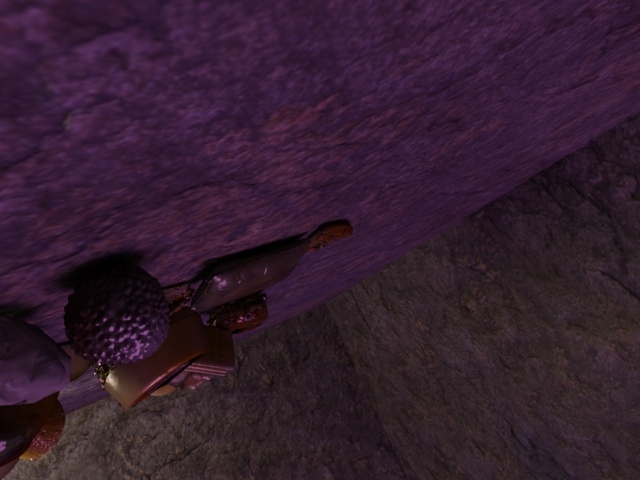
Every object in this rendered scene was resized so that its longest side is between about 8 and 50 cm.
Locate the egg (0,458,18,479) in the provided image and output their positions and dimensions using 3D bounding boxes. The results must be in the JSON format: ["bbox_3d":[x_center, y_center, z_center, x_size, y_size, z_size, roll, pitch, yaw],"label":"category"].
[{"bbox_3d":[-0.910,0.534,1.287,0.295,0.219,0.218,-15,174,23],"label":"egg"}]

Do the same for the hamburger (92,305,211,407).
[{"bbox_3d":[-0.424,0.277,1.257,0.300,0.176,0.300,-36,173,-5],"label":"hamburger"}]

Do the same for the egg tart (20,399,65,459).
[{"bbox_3d":[-0.918,0.565,1.543,0.202,0.203,0.147,-25,156,-5],"label":"egg tart"}]

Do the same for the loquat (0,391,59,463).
[{"bbox_3d":[-0.562,0.284,0.884,0.179,0.179,0.228,-35,-151,43],"label":"loquat"}]

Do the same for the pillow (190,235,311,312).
[{"bbox_3d":[-0.167,0.081,1.199,0.302,0.075,0.185,-20,160,-41],"label":"pillow"}]

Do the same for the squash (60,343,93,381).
[{"bbox_3d":[-0.632,0.311,1.200,0.184,0.085,0.191,-32,167,25],"label":"squash"}]

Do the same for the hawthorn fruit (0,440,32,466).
[{"bbox_3d":[-0.722,0.371,1.020,0.247,0.208,0.208,-7,164,-18],"label":"hawthorn fruit"}]

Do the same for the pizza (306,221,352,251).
[{"bbox_3d":[0.000,0.000,1.315,0.176,0.036,0.184,-27,169,9],"label":"pizza"}]

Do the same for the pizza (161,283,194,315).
[{"bbox_3d":[-0.366,0.156,1.111,0.193,0.069,0.154,-22,169,-24],"label":"pizza"}]

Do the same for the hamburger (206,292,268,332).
[{"bbox_3d":[-0.279,0.258,1.747,0.230,0.107,0.231,-18,166,-5],"label":"hamburger"}]

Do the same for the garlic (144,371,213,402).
[{"bbox_3d":[-0.560,0.453,1.748,0.312,0.250,0.286,-9,-164,30],"label":"garlic"}]

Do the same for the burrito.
[{"bbox_3d":[-0.485,0.155,0.655,0.101,0.139,0.445,-21,166,0],"label":"burrito"}]

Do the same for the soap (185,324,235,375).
[{"bbox_3d":[-0.378,0.338,1.574,0.073,0.140,0.232,-33,143,26],"label":"soap"}]

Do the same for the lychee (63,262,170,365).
[{"bbox_3d":[-0.325,0.128,0.806,0.165,0.165,0.198,-14,131,-49],"label":"lychee"}]
